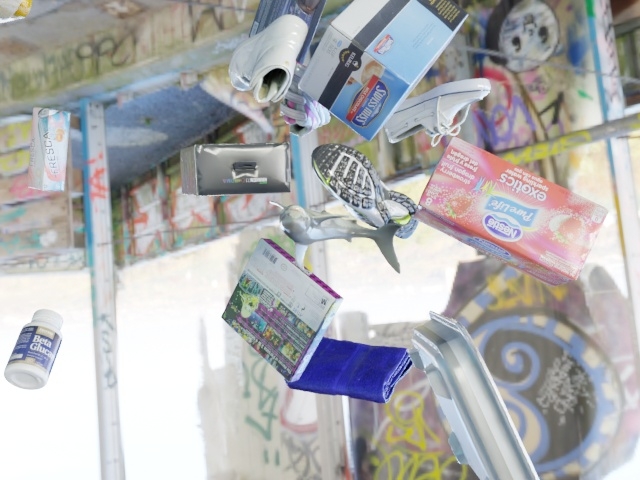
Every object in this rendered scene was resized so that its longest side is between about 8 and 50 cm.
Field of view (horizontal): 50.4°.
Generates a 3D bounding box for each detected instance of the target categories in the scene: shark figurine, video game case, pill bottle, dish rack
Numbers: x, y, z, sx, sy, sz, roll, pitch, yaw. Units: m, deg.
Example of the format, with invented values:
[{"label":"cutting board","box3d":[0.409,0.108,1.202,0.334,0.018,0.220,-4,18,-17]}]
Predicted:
[{"label":"shark figurine","box3d":[0.007,0.001,1.209,0.278,0.116,0.166,11,-177,-40]},{"label":"video game case","box3d":[-0.098,-0.615,1.891,0.026,0.196,0.274,4,-153,-41]},{"label":"pill bottle","box3d":[-0.637,0.241,1.531,0.094,0.169,0.094,1,136,1]},{"label":"video game case","box3d":[-0.086,0.143,1.431,0.232,0.210,0.041,37,-163,30]},{"label":"dish rack","box3d":[0.211,0.251,0.997,0.072,0.286,0.333,-25,178,0]}]

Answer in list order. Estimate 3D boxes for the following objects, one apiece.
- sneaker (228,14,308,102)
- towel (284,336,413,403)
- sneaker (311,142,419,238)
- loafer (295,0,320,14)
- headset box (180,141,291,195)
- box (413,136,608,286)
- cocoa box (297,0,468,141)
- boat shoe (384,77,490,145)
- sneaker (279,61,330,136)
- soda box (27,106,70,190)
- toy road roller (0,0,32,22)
[{"label":"sneaker","box3d":[-0.147,-0.385,1.580,0.108,0.169,0.292,26,153,-25]},{"label":"towel","box3d":[0.080,0.345,1.869,0.308,0.076,0.227,1,-159,28]},{"label":"sneaker","box3d":[0.078,-0.099,1.455,0.300,0.111,0.121,40,161,-32]},{"label":"loafer","box3d":[-0.067,-0.622,1.642,0.109,0.095,0.302,13,-157,-29]},{"label":"headset box","box3d":[-0.228,-0.186,1.792,0.246,0.131,0.283,-4,-174,-18]},{"label":"box","box3d":[0.285,-0.040,1.051,0.256,0.123,0.128,27,174,7]},{"label":"cocoa box","box3d":[0.154,-0.460,1.643,0.347,0.228,0.231,-53,-179,-35]},{"label":"boat shoe","box3d":[0.339,-0.356,1.996,0.367,0.157,0.135,-12,175,40]},{"label":"sneaker","box3d":[-0.052,-0.360,1.771,0.103,0.111,0.252,30,160,31]},{"label":"soda box","box3d":[-0.614,-0.205,1.538,0.063,0.183,0.058,12,-171,31]},{"label":"toy road roller","box3d":[-0.773,-0.449,1.396,0.329,0.241,0.202,0,176,30]}]
